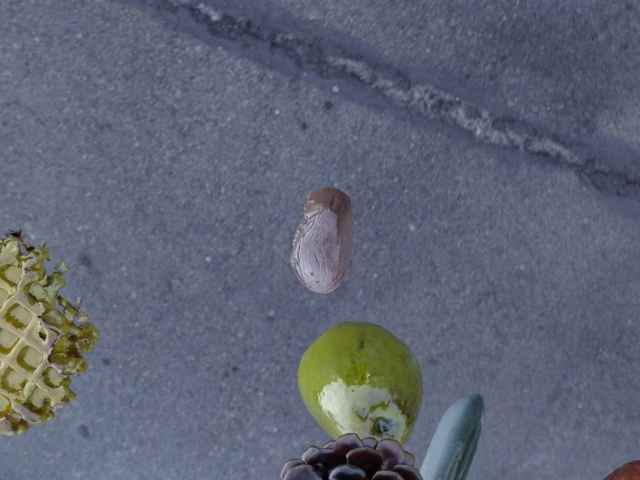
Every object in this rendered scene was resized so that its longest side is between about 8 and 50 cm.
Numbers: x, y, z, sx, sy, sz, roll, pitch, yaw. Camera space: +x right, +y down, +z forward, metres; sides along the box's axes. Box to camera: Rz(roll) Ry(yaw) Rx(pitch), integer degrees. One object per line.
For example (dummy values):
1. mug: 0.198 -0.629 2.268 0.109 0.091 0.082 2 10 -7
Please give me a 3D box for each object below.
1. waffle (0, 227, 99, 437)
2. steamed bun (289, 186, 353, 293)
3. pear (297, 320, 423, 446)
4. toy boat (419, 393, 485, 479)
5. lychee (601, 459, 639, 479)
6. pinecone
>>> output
1. waffle: -0.299 0.084 0.706 0.197 0.070 0.192 -20 94 9
2. steamed bun: 0.000 0.000 1.386 0.107 0.145 0.175 8 116 9
3. pear: 0.085 0.301 1.626 0.253 0.307 0.252 -4 111 -12
4. toy boat: 0.215 0.360 1.279 0.085 0.260 0.078 43 144 -21
5. lychee: 0.670 0.608 1.641 0.255 0.255 0.299 -1 89 19
6. pinecone: 0.040 0.391 1.014 0.247 0.292 0.246 0 100 -1
